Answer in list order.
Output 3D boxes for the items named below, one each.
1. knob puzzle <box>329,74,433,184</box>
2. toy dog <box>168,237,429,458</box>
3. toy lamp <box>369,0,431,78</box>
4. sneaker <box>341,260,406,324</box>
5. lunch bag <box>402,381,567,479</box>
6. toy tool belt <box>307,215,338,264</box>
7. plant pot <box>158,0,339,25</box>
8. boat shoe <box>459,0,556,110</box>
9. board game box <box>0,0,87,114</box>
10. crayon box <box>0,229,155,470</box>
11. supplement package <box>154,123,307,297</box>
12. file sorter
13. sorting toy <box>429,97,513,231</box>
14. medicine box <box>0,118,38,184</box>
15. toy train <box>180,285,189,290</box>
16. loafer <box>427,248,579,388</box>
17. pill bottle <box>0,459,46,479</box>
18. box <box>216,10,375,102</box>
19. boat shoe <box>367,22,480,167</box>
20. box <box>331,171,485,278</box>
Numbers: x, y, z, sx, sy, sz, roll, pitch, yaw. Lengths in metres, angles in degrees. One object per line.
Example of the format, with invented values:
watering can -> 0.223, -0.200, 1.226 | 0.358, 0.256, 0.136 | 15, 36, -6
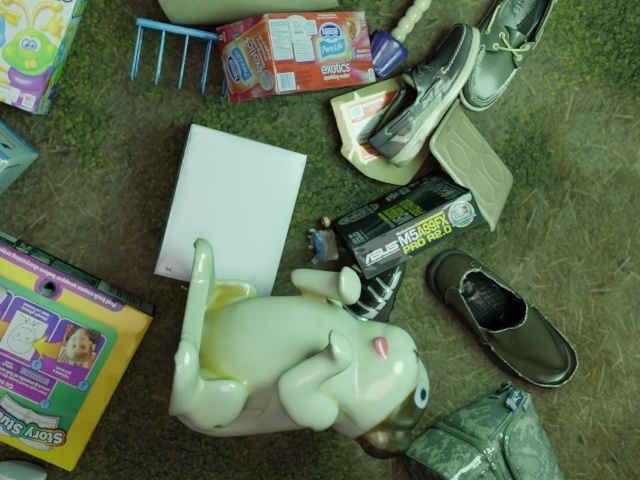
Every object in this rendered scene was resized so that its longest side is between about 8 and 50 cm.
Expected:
knob puzzle -> 0.123, -0.195, 1.629 | 0.213, 0.030, 0.213 | -2, 97, -15
toy dog -> -0.027, 0.222, 1.411 | 0.408, 0.284, 0.395 | 8, 127, -5
toy lamp -> 0.171, -0.415, 1.590 | 0.080, 0.080, 0.274 | 37, 87, -12
sneaker -> 0.096, 0.142, 1.622 | 0.163, 0.106, 0.281 | 21, 108, -45
lunch bag -> 0.337, 0.455, 1.670 | 0.256, 0.213, 0.305 | -33, 103, -21
toy tool belt -> 0.000, 0.000, 1.624 | 0.051, 0.052, 0.083 | -14, 100, -16
plant pot -> -0.139, -0.465, 1.464 | 0.274, 0.256, 0.256 | -19, 100, 9
boat shoe -> 0.347, -0.382, 1.615 | 0.109, 0.091, 0.304 | 25, 92, -12
board game box -> -0.482, -0.361, 1.448 | 0.144, 0.142, 0.275 | 20, 93, -12
crayon box -> -0.521, 0.181, 1.530 | 0.363, 0.106, 0.313 | 28, 93, -12
supplement package -> -0.161, -0.053, 1.542 | 0.204, 0.145, 0.261 | 14, 95, -11
file sorter -> -0.235, -0.312, 1.512 | 0.170, 0.118, 0.104 | 8, 99, -11
sorting toy -> 0.274, -0.137, 1.605 | 0.038, 0.193, 0.208 | -27, 106, 35
medicine box -> -0.609, -0.168, 1.375 | 0.263, 0.289, 0.149 | 44, 88, -12
toy train -> -0.151, 0.173, 1.603 | 0.248, 0.105, 0.143 | 16, 108, -11
loafer -> 0.354, 0.166, 1.666 | 0.366, 0.130, 0.133 | 38, 90, -12
pill bottle -> -0.554, 0.508, 1.558 | 0.121, 0.121, 0.216 | 13, 94, -11
box -> -0.036, -0.310, 1.479 | 0.257, 0.123, 0.128 | -18, 102, -47
boat shoe -> 0.183, -0.270, 1.569 | 0.092, 0.103, 0.285 | 29, 95, -21
box -> 0.142, -0.034, 1.525 | 0.216, 0.270, 0.060 | -25, 102, -1
